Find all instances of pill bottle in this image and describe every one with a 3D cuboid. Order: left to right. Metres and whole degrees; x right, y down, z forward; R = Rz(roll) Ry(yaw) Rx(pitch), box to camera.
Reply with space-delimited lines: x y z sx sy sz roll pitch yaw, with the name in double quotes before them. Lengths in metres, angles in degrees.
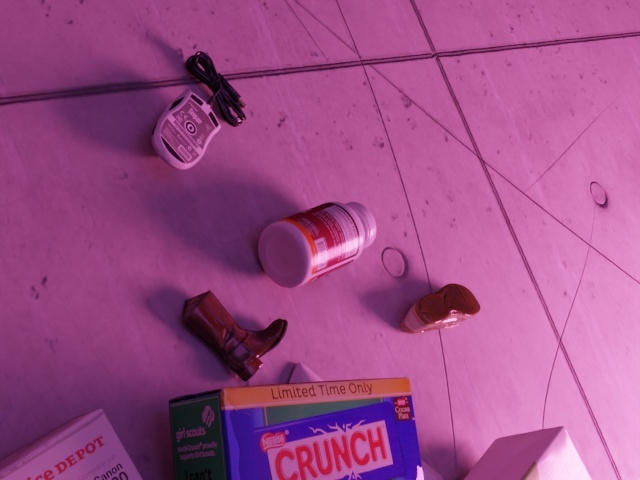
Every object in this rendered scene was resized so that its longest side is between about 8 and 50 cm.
"pill bottle" 0.000 0.000 1.337 0.152 0.086 0.086 -22 85 -47

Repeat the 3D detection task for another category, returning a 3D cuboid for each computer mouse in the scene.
"computer mouse" -0.160 -0.148 1.298 0.106 0.042 0.193 51 39 -17

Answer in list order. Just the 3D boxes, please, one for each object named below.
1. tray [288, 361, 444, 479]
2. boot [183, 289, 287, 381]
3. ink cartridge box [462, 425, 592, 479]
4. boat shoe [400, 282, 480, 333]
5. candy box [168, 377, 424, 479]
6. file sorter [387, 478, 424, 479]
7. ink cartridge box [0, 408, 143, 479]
"tray" 0.053 0.276 1.288 0.270 0.030 0.145 41 48 -20
"boot" -0.100 0.092 1.238 0.114 0.037 0.106 46 43 -9
"ink cartridge box" 0.307 0.446 1.359 0.207 0.119 0.354 -34 98 -48
"boat shoe" 0.169 0.099 1.480 0.153 0.048 0.056 -15 68 -52
"candy box" -0.011 0.310 1.119 0.268 0.122 0.317 2 74 -40
"file sorter" 0.082 0.326 1.041 0.118 0.104 0.170 12 69 -40
"ink cartridge box" -0.226 0.290 0.979 0.158 0.092 0.218 -31 90 -47
